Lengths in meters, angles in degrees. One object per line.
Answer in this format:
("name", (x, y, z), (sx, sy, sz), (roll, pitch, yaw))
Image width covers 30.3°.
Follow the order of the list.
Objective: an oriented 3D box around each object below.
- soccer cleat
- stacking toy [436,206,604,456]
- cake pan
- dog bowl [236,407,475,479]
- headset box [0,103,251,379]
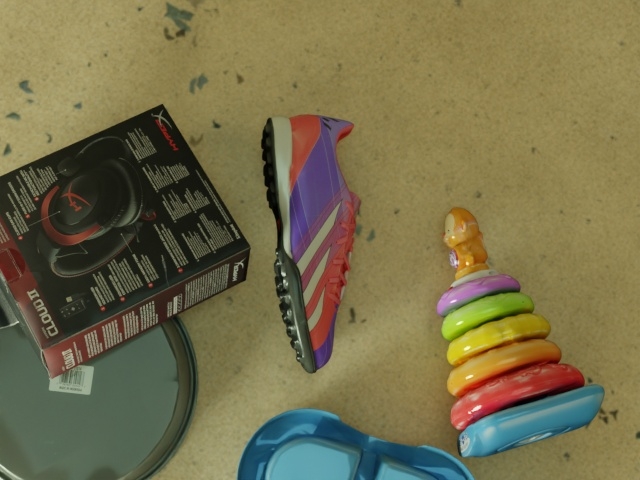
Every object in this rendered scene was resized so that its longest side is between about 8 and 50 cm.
("soccer cleat", (0.000, 0.000, 1.440), (0.116, 0.108, 0.318), (-5, 81, -8))
("stacking toy", (0.205, 0.097, 1.428), (0.166, 0.175, 0.302), (-15, 73, -8))
("cake pan", (-0.294, 0.171, 1.422), (0.293, 0.054, 0.293), (0, 82, -3))
("dog bowl", (0.045, 0.305, 1.417), (0.297, 0.074, 0.166), (19, 82, -2))
("headset box", (-0.261, 0.005, 1.371), (0.293, 0.110, 0.218), (-28, 72, -18))
